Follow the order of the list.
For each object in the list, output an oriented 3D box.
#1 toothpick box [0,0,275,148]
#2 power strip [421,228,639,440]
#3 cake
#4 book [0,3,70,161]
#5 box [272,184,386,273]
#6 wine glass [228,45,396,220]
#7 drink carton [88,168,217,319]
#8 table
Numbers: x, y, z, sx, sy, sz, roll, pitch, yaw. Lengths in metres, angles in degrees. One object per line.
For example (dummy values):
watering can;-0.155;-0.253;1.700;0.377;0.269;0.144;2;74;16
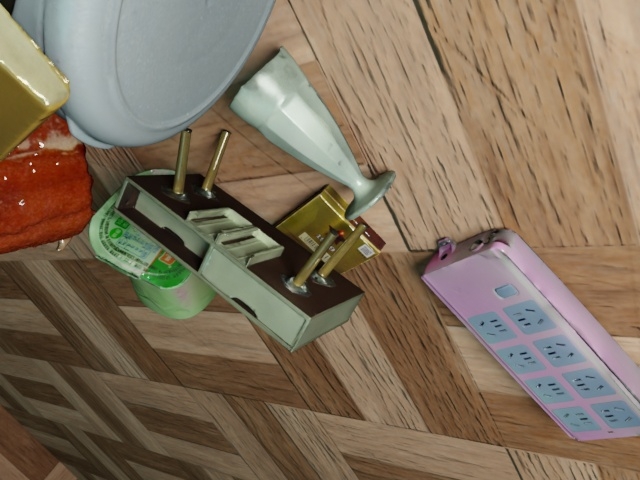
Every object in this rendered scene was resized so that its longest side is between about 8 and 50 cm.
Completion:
toothpick box;-0.219;-0.245;0.467;0.355;0.263;0.263;31;143;9
power strip;0.220;0.099;0.632;0.279;0.037;0.109;46;143;-12
cake;-0.356;-0.116;0.704;0.177;0.151;0.282;2;107;45
book;-0.334;-0.144;0.446;0.389;0.032;0.269;-11;124;50
box;0.000;0.000;0.717;0.090;0.023;0.133;43;143;-11
wine glass;-0.006;-0.093;0.584;0.155;0.073;0.073;45;143;-15
drink carton;-0.188;0.016;0.797;0.144;0.146;0.142;26;151;14
table;-0.067;-0.016;0.643;0.240;0.121;0.111;35;111;18
